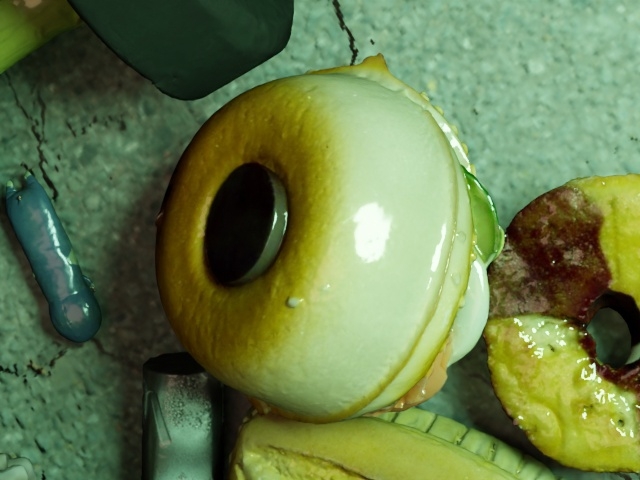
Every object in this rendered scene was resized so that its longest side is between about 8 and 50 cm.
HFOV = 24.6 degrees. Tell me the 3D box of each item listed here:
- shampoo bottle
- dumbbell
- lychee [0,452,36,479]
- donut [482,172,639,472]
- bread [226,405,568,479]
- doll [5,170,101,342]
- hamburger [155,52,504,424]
[{"bbox_3d":[-0.092,0.182,1.005,0.063,0.057,0.208,3,103,3],"label":"shampoo bottle"},{"bbox_3d":[-0.198,-0.131,0.906,0.322,0.204,0.204,-28,91,19],"label":"dumbbell"},{"bbox_3d":[-0.309,0.296,0.894,0.380,0.432,0.380,9,118,17],"label":"lychee"},{"bbox_3d":[0.182,0.046,0.891,0.166,0.073,0.184,-14,96,17],"label":"donut"},{"bbox_3d":[0.047,0.181,0.938,0.236,0.106,0.140,19,106,13],"label":"bread"},{"bbox_3d":[-0.187,0.012,1.021,0.037,0.027,0.125,-23,89,18],"label":"doll"},{"bbox_3d":[-0.003,0.003,0.888,0.237,0.147,0.237,-16,68,43],"label":"hamburger"}]
